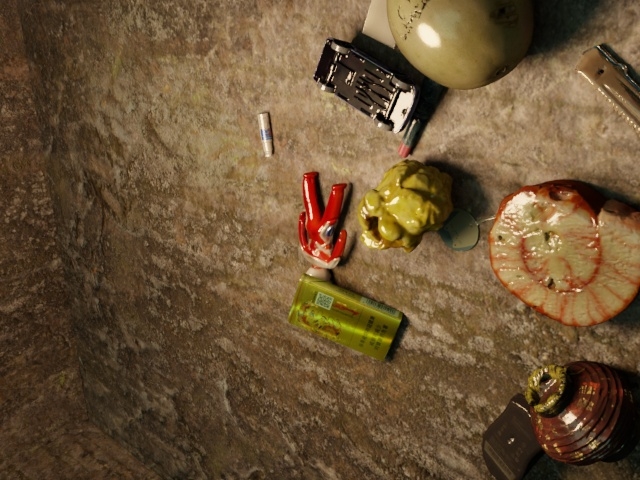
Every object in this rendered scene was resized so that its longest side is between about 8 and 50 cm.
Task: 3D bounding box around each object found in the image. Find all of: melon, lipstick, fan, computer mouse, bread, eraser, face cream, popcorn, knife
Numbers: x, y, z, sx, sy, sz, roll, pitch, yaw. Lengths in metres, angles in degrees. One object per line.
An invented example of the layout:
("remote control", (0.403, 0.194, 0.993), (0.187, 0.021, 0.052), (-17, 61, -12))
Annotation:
("melon", (0.269, -0.463, 1.212), (0.268, 0.268, 0.330), (-43, 70, 43))
("lipstick", (0.243, -0.301, 1.456), (0.053, 0.053, 0.234), (39, 132, 23))
("fan", (0.364, -0.035, 1.485), (0.175, 0.005, 0.113), (-24, 90, 46))
("computer mouse", (0.508, 0.497, 1.523), (0.147, 0.088, 0.264), (51, 136, 36))
("bread", (0.526, 0.028, 1.294), (0.327, 0.114, 0.295), (27, 125, 30))
("eraser", (0.163, -0.549, 1.438), (0.103, 0.023, 0.150), (36, 127, 25))
("face cream", (-0.165, -0.317, 1.816), (0.034, 0.034, 0.130), (7, 112, 39))
("popcorn", (0.207, -0.086, 1.461), (0.195, 0.255, 0.256), (52, 164, -16))
("knife", (0.629, -0.234, 1.147), (0.089, 0.043, 0.365), (-41, 74, 10))

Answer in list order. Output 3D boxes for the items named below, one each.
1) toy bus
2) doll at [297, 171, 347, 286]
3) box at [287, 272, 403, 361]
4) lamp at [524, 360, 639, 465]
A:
("toy bus", (0.126, -0.379, 1.467), (0.292, 0.133, 0.126), (39, 124, 26))
("doll", (0.000, 0.000, 1.766), (0.188, 0.099, 0.384), (30, 122, 42))
("box", (0.068, 0.223, 1.750), (0.311, 0.043, 0.173), (21, 123, 7))
("lamp", (0.565, 0.373, 1.321), (0.246, 0.247, 0.247), (17, 118, 36))
